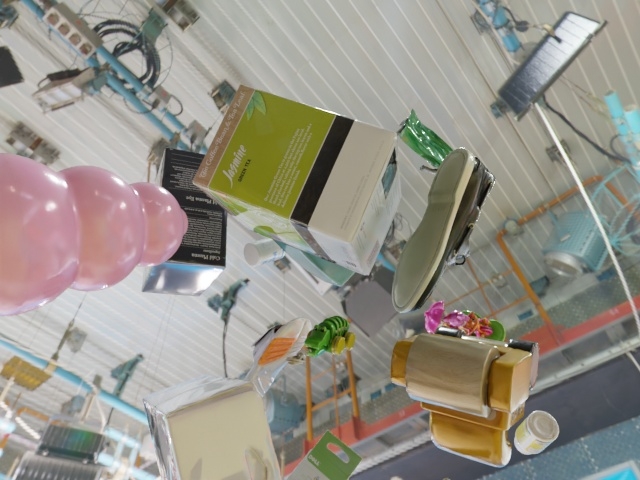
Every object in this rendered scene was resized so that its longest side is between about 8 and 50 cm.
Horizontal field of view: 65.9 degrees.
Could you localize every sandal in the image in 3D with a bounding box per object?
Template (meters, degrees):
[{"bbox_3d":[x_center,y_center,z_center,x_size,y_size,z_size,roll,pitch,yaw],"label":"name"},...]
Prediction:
[{"bbox_3d":[-0.130,0.272,1.174,0.102,0.076,0.265,28,-78,-47],"label":"sandal"}]

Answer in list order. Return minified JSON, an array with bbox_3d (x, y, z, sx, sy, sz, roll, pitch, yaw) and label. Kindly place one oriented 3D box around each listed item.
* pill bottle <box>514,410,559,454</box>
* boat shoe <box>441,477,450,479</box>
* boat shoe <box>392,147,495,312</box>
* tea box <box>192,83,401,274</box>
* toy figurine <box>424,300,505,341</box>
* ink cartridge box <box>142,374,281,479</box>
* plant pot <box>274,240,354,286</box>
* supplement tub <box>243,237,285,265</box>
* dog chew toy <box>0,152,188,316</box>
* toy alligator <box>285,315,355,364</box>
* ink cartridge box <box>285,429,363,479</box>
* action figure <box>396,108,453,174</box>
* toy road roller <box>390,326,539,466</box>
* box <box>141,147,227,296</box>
[{"bbox_3d":[0.459,0.418,1.062,0.065,0.065,0.116,0,-40,-3],"label":"pill bottle"},{"bbox_3d":[0.248,0.552,0.919,0.073,0.223,0.080,31,-67,-2],"label":"boat shoe"},{"bbox_3d":[0.251,-0.005,0.979,0.113,0.127,0.340,22,-95,-22],"label":"boat shoe"},{"bbox_3d":[-0.023,-0.106,1.017,0.323,0.220,0.329,22,-9,16],"label":"tea box"},{"bbox_3d":[0.322,0.201,1.169,0.173,0.130,0.159,-11,-33,41],"label":"toy figurine"},{"bbox_3d":[-0.222,0.432,0.976,0.166,0.286,0.395,-13,-7,-27],"label":"ink cartridge box"},{"bbox_3d":[0.000,0.000,1.326,0.166,0.165,0.234,-46,-71,-15],"label":"plant pot"},{"bbox_3d":[-0.159,0.030,1.421,0.107,0.071,0.071,-17,-38,-45],"label":"supplement tub"},{"bbox_3d":[-0.342,-0.014,0.685,0.331,0.207,0.207,-6,-43,-44],"label":"dog chew toy"},{"bbox_3d":[0.006,0.146,0.756,0.056,0.189,0.051,8,-87,28],"label":"toy alligator"},{"bbox_3d":[-0.008,0.549,1.106,0.109,0.209,0.062,29,-31,30],"label":"ink cartridge box"},{"bbox_3d":[0.283,-0.206,1.216,0.232,0.137,0.063,41,-40,-11],"label":"action figure"},{"bbox_3d":[0.275,0.297,0.913,0.202,0.241,0.329,4,-4,34],"label":"toy road roller"},{"bbox_3d":[-0.385,-0.034,1.394,0.178,0.313,0.343,6,-22,-23],"label":"box"}]
